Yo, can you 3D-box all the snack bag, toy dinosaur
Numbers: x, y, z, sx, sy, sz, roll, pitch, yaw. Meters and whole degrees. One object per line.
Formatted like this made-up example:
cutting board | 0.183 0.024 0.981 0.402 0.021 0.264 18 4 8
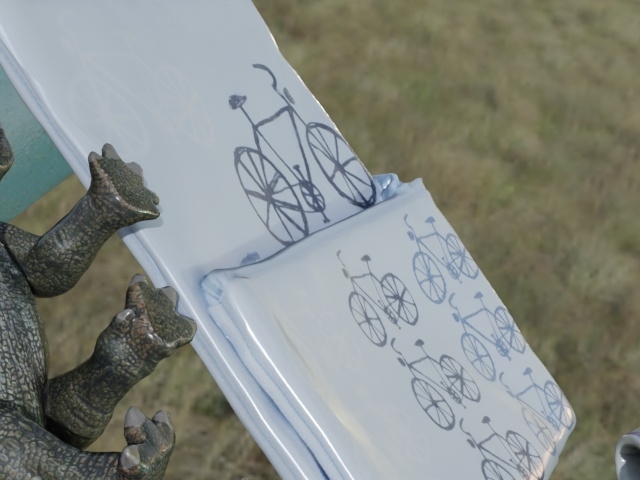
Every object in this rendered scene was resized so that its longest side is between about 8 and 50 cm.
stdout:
snack bag | 0.000 0.000 0.738 0.342 0.037 0.323 55 21 4
toy dinosaur | -0.128 0.057 0.527 0.313 0.160 0.121 60 25 14

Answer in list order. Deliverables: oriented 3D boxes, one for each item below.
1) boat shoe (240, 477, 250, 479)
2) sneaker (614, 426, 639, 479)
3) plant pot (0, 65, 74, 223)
boat shoe | 0.002 0.179 0.919 0.153 0.048 0.056 17 8 -36
sneaker | 0.306 0.189 0.963 0.161 0.102 0.282 -6 16 -29
plant pot | -0.260 -0.153 1.044 0.248 0.252 0.247 -39 49 -19
